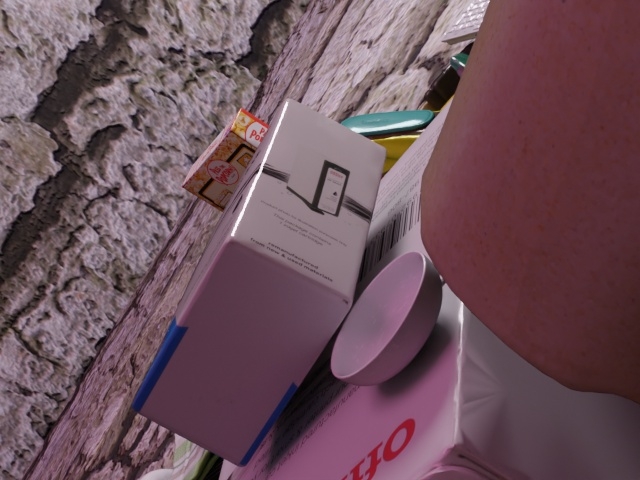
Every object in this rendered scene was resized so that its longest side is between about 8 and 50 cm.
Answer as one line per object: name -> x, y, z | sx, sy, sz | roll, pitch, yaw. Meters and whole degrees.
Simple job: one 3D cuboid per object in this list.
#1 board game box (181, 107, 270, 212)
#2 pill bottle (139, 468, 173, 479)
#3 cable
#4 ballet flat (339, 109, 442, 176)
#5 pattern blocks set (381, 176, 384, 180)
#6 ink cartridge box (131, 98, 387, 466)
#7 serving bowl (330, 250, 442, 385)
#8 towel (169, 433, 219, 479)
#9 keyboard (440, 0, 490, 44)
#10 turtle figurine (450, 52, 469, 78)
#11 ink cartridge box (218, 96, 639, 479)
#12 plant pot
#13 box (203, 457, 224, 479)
board game box -> -0.060, -0.066, 1.715 | 0.147, 0.193, 0.045 | -42, 21, 48
pill bottle -> -0.194, 0.349, 1.415 | 0.215, 0.117, 0.117 | -52, 14, 23
cable -> 0.199, -0.201, 1.453 | 0.287, 0.072, 0.139 | -46, -2, -4
ballet flat -> 0.126, -0.098, 1.332 | 0.230, 0.077, 0.077 | -7, 27, 27
pattern blocks set -> 0.000, 0.000, 1.504 | 0.325, 0.026, 0.285 | -42, 1, -31
ink cartridge box -> -0.034, 0.021, 0.874 | 0.148, 0.085, 0.203 | -59, 8, 29
serving bowl -> 0.041, 0.047, 0.740 | 0.083, 0.027, 0.083 | -49, 17, 21
towel -> -0.122, 0.198, 1.372 | 0.113, 0.023, 0.152 | -56, 13, 18
keyboard -> 0.222, -0.247, 1.355 | 0.256, 0.014, 0.072 | -6, 48, 54
turtle figurine -> 0.139, -0.035, 1.108 | 0.118, 0.175, 0.234 | 37, 125, 39
ink cartridge box -> 0.066, 0.125, 0.880 | 0.285, 0.166, 0.395 | -49, 16, 30
plant pot -> 0.207, -0.087, 0.637 | 0.334, 0.333, 0.305 | -80, 14, -58
box -> -0.007, 0.125, 1.342 | 0.307, 0.076, 0.242 | -44, 19, 45
